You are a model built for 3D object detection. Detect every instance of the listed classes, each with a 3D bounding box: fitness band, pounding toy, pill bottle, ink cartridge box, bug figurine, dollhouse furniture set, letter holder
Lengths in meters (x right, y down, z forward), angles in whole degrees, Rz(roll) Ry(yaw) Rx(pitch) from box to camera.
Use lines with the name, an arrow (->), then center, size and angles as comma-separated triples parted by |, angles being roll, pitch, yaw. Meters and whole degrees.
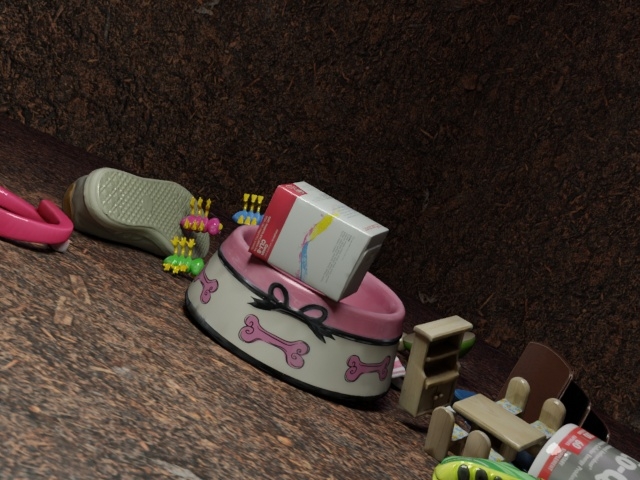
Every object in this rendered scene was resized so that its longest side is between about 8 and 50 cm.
fitness band -> -0.539, -0.054, 1.556 | 0.209, 0.054, 0.291 | 21, 5, -36
pounding toy -> 0.277, 0.296, 2.312 | 0.236, 0.110, 0.183 | -3, 4, 22
pill bottle -> 0.444, 0.402, 1.311 | 0.283, 0.161, 0.161 | 29, 4, 32
ink cartridge box -> 0.000, 0.000, 1.503 | 0.176, 0.127, 0.128 | 29, 13, 13
bug figurine -> -0.210, 0.017, 1.930 | 0.216, 0.279, 0.072 | 12, -39, 3
dollhouse furniture set -> 0.260, 0.254, 1.510 | 0.212, 0.161, 0.242 | -9, 28, -41
letter holder -> 0.522, 0.362, 2.018 | 0.152, 0.214, 0.302 | 27, 3, -6

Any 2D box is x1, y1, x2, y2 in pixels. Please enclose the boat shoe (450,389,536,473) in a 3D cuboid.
boat shoe -> 0.319, 0.362, 1.630 | 0.109, 0.089, 0.258 | 7, 21, -40

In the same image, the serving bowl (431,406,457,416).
serving bowl -> 0.234, 0.333, 1.821 | 0.083, 0.027, 0.083 | 27, 3, -2

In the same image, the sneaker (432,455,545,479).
sneaker -> 0.289, 0.358, 1.224 | 0.295, 0.109, 0.123 | 27, 8, -2

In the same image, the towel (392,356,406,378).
towel -> 0.077, 0.204, 1.859 | 0.144, 0.029, 0.197 | 5, 37, -39

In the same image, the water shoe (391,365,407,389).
water shoe -> 0.203, 0.280, 1.936 | 0.203, 0.080, 0.073 | 23, 5, -46

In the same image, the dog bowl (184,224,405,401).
dog bowl -> -0.028, 0.113, 1.632 | 0.408, 0.150, 0.408 | 24, 12, -6

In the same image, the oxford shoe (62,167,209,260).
oxford shoe -> -0.383, -0.050, 1.955 | 0.130, 0.169, 0.449 | -11, -16, 24
